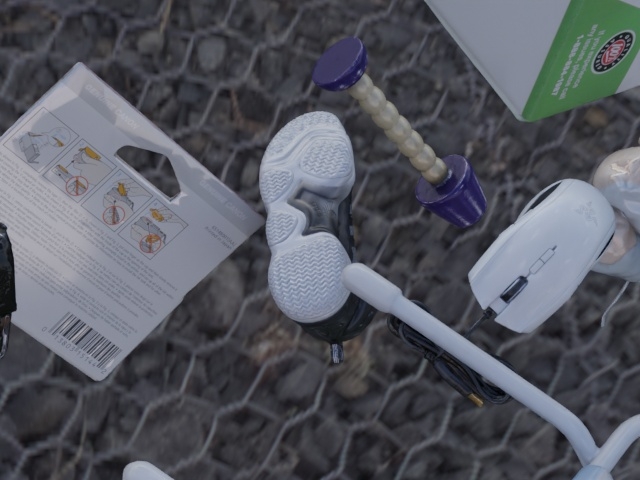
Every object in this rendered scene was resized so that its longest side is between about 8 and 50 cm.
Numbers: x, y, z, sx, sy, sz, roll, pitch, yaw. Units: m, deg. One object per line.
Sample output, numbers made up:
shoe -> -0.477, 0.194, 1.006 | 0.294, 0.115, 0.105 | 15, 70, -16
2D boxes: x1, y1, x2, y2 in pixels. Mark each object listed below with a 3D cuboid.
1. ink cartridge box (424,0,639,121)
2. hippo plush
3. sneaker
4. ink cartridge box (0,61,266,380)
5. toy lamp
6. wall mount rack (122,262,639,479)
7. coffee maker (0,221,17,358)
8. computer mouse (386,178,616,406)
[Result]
ink cartridge box -> 0.215, -0.201, 0.911 | 0.278, 0.201, 0.117 | -20, 59, -28
hippo plush -> 0.420, 0.022, 1.817 | 0.234, 0.294, 0.236 | -10, 35, -37
sneaker -> 0.000, 0.000, 1.806 | 0.101, 0.153, 0.268 | -8, 53, 11
ink cartridge box -> -0.247, -0.024, 1.750 | 0.261, 0.066, 0.296 | -43, 127, 7
toy lamp -> 0.098, -0.114, 1.934 | 0.275, 0.080, 0.080 | 44, 66, -31
wall mount rack -> 0.069, 0.183, 0.921 | 0.350, 0.130, 0.304 | -42, 109, -42
coffee maker -> -0.355, 0.033, 1.398 | 0.178, 0.120, 0.171 | -14, 97, -48
computer mouse -> 0.146, 0.025, 1.221 | 0.106, 0.042, 0.193 | 42, 74, 2
